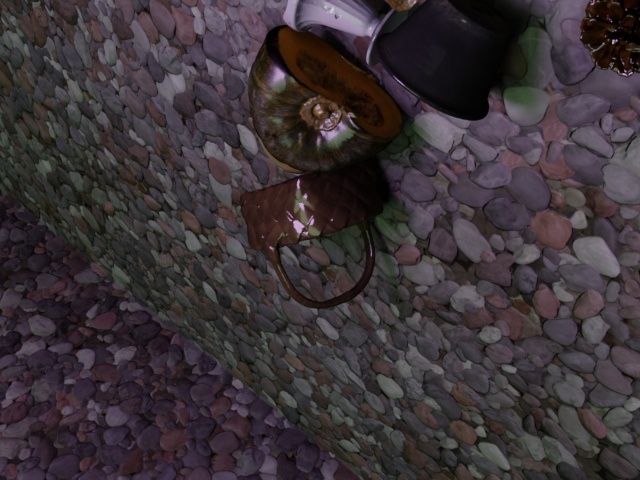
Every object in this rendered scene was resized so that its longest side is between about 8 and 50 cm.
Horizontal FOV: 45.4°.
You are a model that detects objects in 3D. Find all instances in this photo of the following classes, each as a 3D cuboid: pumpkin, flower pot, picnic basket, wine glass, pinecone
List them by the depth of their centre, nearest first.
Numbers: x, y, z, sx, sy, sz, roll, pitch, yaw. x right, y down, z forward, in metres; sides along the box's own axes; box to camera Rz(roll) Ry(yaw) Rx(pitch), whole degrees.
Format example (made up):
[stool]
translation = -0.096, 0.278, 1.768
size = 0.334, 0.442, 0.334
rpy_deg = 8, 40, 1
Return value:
[pinecone]
translation = 0.442, -0.305, 1.076
size = 0.163, 0.165, 0.162
rpy_deg = 25, 138, 25
[flower pot]
translation = 0.223, -0.331, 1.288
size = 0.235, 0.235, 0.148
rpy_deg = 42, 126, 12
[wine glass]
translation = 0.049, -0.430, 1.422
size = 0.197, 0.165, 0.164
rpy_deg = 34, 143, 15
[pumpkin]
translation = -0.018, -0.272, 1.565
size = 0.325, 0.242, 0.232
rpy_deg = 39, 134, -13
[picnic basket]
translation = 0.000, 0.000, 1.743
size = 0.337, 0.293, 0.337
rpy_deg = 29, 129, 44

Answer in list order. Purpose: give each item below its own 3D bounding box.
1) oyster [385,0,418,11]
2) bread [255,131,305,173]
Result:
[oyster]
translation = 0.081, -0.546, 1.296
size = 0.336, 0.133, 0.198
rpy_deg = 61, 153, -7
[bread]
translation = -0.057, -0.256, 1.749
size = 0.213, 0.105, 0.213
rpy_deg = 27, 136, 29
